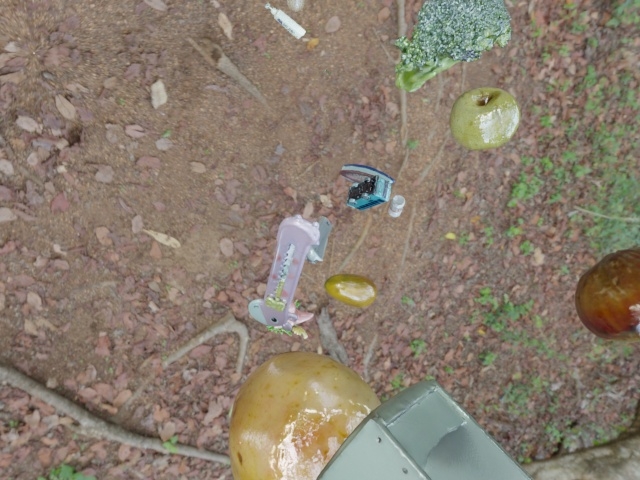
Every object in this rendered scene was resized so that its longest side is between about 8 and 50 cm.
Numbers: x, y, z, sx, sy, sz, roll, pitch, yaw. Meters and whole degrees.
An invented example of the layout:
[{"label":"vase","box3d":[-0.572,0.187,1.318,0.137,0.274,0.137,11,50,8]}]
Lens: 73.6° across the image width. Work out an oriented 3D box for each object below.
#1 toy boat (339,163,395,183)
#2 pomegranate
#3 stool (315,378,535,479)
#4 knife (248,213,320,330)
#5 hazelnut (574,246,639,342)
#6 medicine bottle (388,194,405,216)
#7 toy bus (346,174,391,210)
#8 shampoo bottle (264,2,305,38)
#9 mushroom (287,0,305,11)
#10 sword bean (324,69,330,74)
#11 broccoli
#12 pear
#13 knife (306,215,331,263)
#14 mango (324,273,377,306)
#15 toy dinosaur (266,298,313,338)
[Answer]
[{"label":"toy boat","box3d":[0.169,-0.237,1.598,0.046,0.229,0.080,-26,126,-43]},{"label":"pomegranate","box3d":[-0.023,0.449,1.020,0.412,0.411,0.411,-14,117,-29]},{"label":"stool","box3d":[0.170,0.378,0.631,0.244,0.270,0.170,5,124,-56]},{"label":"knife","box3d":[-0.089,0.089,0.991,0.132,0.038,0.398,22,132,2]},{"label":"hazelnut","box3d":[0.724,0.126,0.988,0.252,0.217,0.217,-34,133,24]},{"label":"medicine bottle","box3d":[0.323,-0.146,1.814,0.057,0.057,0.089,-32,158,-18]},{"label":"toy bus","box3d":[0.169,-0.161,1.474,0.092,0.160,0.079,20,70,-27]},{"label":"shampoo bottle","box3d":[-0.111,-0.680,1.320,0.141,0.049,0.034,32,103,-22]},{"label":"mushroom","box3d":[-0.072,-0.834,1.336,0.207,0.207,0.215,-25,156,-23]},{"label":"sword bean","box3d":[0.029,-0.687,1.746,0.083,0.012,0.012,-39,143,-71]},{"label":"broccoli","box3d":[0.399,-0.602,1.316,0.353,0.397,0.274,-6,85,11]},{"label":"pear","box3d":[0.402,-0.296,1.052,0.167,0.167,0.136,-33,134,-18]},{"label":"knife","box3d":[-0.002,-0.003,1.436,0.041,0.265,0.073,-37,106,25]},{"label":"mango","box3d":[0.139,0.210,1.819,0.255,0.176,0.139,20,65,-49]},{"label":"toy dinosaur","box3d":[-0.110,0.258,1.578,0.194,0.177,0.152,32,56,-28]}]
